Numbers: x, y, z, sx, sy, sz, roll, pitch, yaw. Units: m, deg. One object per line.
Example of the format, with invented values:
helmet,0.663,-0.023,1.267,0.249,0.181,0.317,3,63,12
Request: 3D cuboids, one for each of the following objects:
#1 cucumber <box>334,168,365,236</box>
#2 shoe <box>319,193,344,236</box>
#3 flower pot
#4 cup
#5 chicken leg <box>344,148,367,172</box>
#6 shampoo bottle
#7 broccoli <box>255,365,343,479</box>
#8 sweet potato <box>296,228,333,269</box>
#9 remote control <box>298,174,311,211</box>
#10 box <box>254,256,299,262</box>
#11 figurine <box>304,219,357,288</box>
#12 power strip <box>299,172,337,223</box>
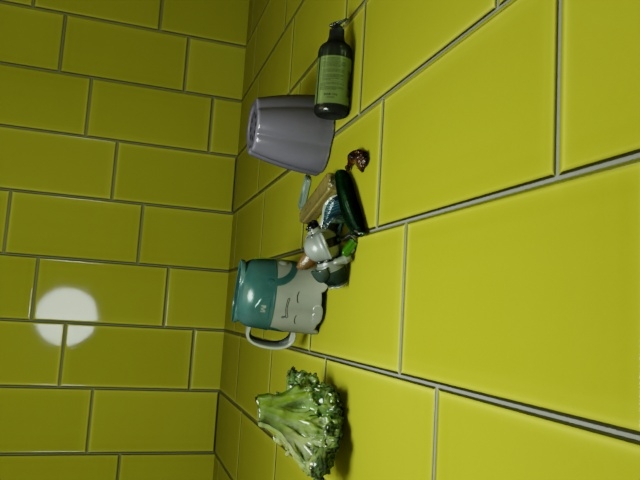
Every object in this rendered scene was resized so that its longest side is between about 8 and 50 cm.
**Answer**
cucumber,0.074,-0.104,1.679,0.284,0.056,0.056,-103,25,-47
shoe,0.040,-0.062,1.765,0.071,0.063,0.143,42,120,49
flower pot,-0.103,-0.351,2.016,0.265,0.243,0.265,-173,90,-70
cup,-0.134,0.197,1.929,0.219,0.257,0.290,-114,33,-67
chicken leg,0.095,-0.213,1.688,0.145,0.037,0.062,-154,57,-70
shampoo bottle,0.040,-0.497,1.828,0.101,0.101,0.284,167,108,-72
broccoli,-0.067,0.469,1.626,0.288,0.245,0.248,-163,86,-73
sweet potato,0.000,0.000,1.845,0.214,0.050,0.050,-57,24,10
remote control,-0.055,-0.162,2.169,0.053,0.017,0.125,-115,35,-61
box,-0.170,0.168,2.153,0.335,0.186,0.047,118,151,-50
figurine,0.016,0.034,1.689,0.147,0.126,0.192,-8,109,61
power strip,-0.005,-0.123,1.960,0.305,0.044,0.064,132,140,-60
